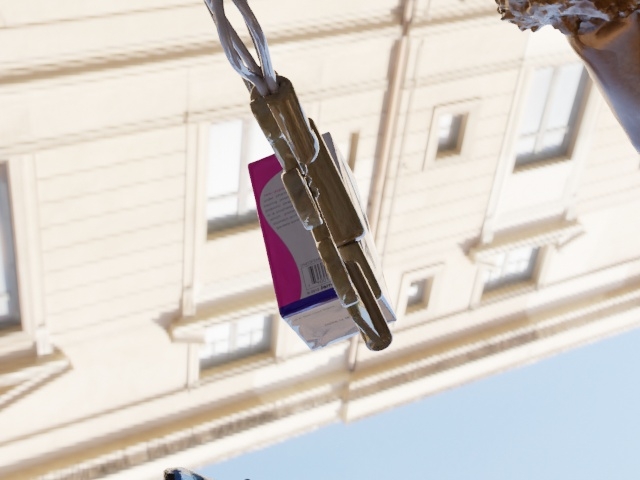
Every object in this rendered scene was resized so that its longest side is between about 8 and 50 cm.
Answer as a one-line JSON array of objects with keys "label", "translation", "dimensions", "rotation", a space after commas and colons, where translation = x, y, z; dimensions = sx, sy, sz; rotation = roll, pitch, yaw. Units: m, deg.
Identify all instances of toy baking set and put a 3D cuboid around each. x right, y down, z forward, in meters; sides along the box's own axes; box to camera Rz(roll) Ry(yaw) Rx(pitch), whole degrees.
[{"label": "toy baking set", "translation": [-0.015, -0.061, 0.578], "dimensions": [0.030, 0.197, 0.256], "rotation": [-25, -101, 1]}]

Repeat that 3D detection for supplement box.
[{"label": "supplement box", "translation": [0.000, 0.000, 1.227], "dimensions": [0.111, 0.114, 0.220], "rotation": [-20, -122, 10]}]

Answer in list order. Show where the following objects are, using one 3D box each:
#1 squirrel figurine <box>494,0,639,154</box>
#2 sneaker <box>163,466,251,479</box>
[{"label": "squirrel figurine", "translation": [0.328, -0.224, 0.713], "dimensions": [0.397, 0.281, 0.370], "rotation": [18, 167, -24]}, {"label": "sneaker", "translation": [-0.099, 0.264, 1.081], "dimensions": [0.073, 0.162, 0.063], "rotation": [-31, -131, 22]}]
